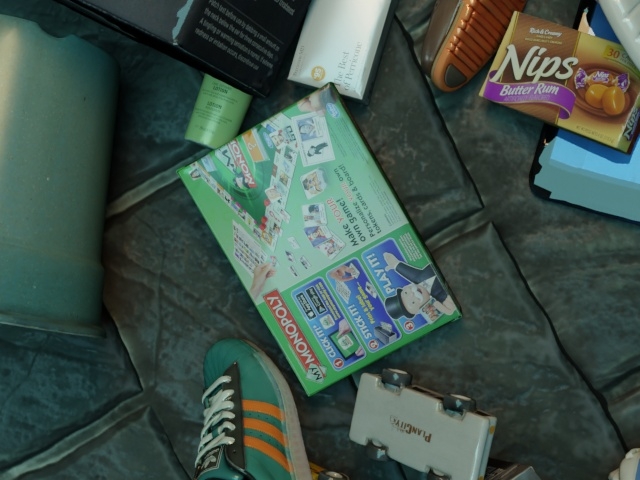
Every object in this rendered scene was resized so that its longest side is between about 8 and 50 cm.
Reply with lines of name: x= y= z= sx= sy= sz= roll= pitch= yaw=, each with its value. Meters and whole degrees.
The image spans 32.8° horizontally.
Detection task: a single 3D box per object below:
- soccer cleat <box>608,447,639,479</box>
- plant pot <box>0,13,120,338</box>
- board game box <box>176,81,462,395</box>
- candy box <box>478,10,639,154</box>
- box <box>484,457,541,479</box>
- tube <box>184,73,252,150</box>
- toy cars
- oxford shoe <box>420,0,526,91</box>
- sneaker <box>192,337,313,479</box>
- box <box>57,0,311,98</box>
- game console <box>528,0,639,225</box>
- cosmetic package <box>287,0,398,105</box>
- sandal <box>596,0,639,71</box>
soccer cleat: x=0.405 y=0.242 z=1.205 sx=0.331 sy=0.143 sz=0.116 roll=-45 pitch=119 yaw=-20
plant pot: x=-0.390 y=-0.076 z=1.277 sx=0.341 sy=0.341 sz=0.334 roll=9 pitch=84 yaw=11
board game box: x=0.000 y=0.000 z=1.302 sx=0.214 sy=0.046 sz=0.317 roll=-28 pitch=96 yaw=11
candy box: x=0.285 y=-0.181 z=1.234 sx=0.187 sy=0.053 sz=0.109 roll=29 pitch=100 yaw=34
box: x=0.267 y=0.383 z=1.178 sx=0.076 sy=0.242 sz=0.307 roll=-36 pitch=84 yaw=-7
tube: x=-0.102 y=-0.227 z=1.345 sx=0.070 sy=0.062 sz=0.240 roll=21 pitch=89 yaw=-31
toy cars: x=0.059 y=0.259 z=1.249 sx=0.394 sy=0.087 sz=0.176 roll=-38 pitch=57 yaw=36
oxford shoe: x=0.181 y=-0.351 z=1.271 sx=0.133 sy=0.130 sz=0.363 roll=21 pitch=87 yaw=27
sneaker: x=-0.093 y=0.241 z=1.260 sx=0.108 sy=0.121 sz=0.302 roll=-45 pitch=52 yaw=33
box: x=-0.198 y=-0.483 z=1.206 sx=0.480 sy=0.297 sz=0.471 roll=27 pitch=93 yaw=15
game console: x=0.391 y=-0.158 z=1.198 sx=0.173 sy=0.250 sz=0.293 roll=14 pitch=94 yaw=-16
cosmetic package: x=0.042 y=-0.293 z=1.314 sx=0.099 sy=0.060 sz=0.239 roll=16 pitch=93 yaw=11
sandal: x=0.309 y=-0.352 z=1.169 sx=0.169 sy=0.102 sz=0.416 roll=-17 pitch=84 yaw=-27
